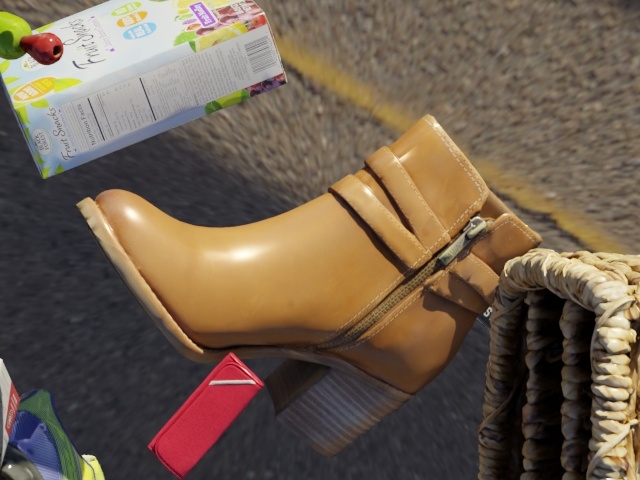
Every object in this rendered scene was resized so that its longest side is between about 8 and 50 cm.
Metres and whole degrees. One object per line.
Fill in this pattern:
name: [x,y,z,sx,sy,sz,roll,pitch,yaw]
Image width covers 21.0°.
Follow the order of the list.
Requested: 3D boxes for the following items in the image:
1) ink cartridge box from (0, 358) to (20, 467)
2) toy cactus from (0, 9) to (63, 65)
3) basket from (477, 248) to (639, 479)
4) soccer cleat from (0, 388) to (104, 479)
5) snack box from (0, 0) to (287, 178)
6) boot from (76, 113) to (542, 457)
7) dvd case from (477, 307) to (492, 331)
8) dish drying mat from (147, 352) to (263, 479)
ink cartridge box: [-0.254,0.152,1.180,0.056,0.099,0.135,11,68,3]
toy cactus: [-0.273,-0.183,1.084,0.219,0.180,0.112,31,84,-40]
basket: [0.149,0.154,0.965,0.223,0.213,0.299,-1,95,-40]
soccer cleat: [-0.211,0.260,1.554,0.093,0.121,0.289,-7,124,31]
snack box: [-0.150,-0.142,1.391,0.207,0.174,0.070,-24,117,-7]
boot: [0.000,0.000,1.144,0.220,0.109,0.283,-45,115,8]
dvd case: [0.214,0.111,1.727,0.179,0.239,0.029,44,95,23]
dish drying mat: [-0.073,0.111,1.094,0.032,0.008,0.083,43,101,9]
